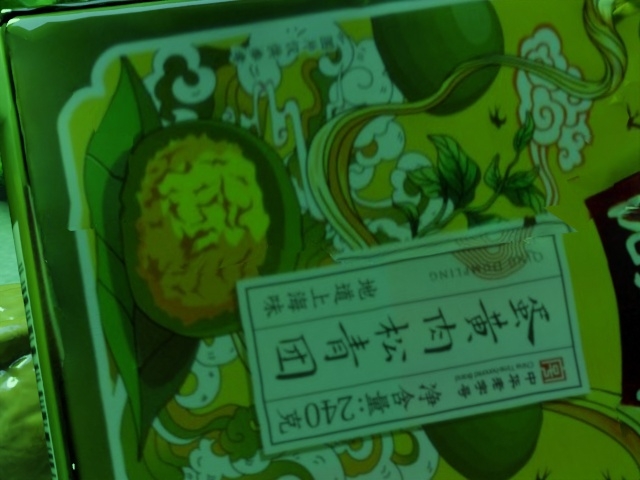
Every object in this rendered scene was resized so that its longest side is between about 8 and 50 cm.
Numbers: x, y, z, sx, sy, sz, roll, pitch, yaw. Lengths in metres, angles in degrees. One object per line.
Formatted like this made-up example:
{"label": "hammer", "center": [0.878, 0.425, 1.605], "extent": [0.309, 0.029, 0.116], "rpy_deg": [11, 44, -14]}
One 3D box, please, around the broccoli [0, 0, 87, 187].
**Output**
{"label": "broccoli", "center": [-0.230, -0.174, 1.420], "extent": [0.297, 0.297, 0.298], "rpy_deg": [-1, 56, 2]}

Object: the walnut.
{"label": "walnut", "center": [-0.206, 0.102, 1.005], "extent": [0.166, 0.149, 0.166], "rpy_deg": [-1, 53, 2]}

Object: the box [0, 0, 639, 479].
{"label": "box", "center": [0.053, 0.046, 0.822], "extent": [0.420, 0.373, 0.138], "rpy_deg": [-9, -3, -11]}
